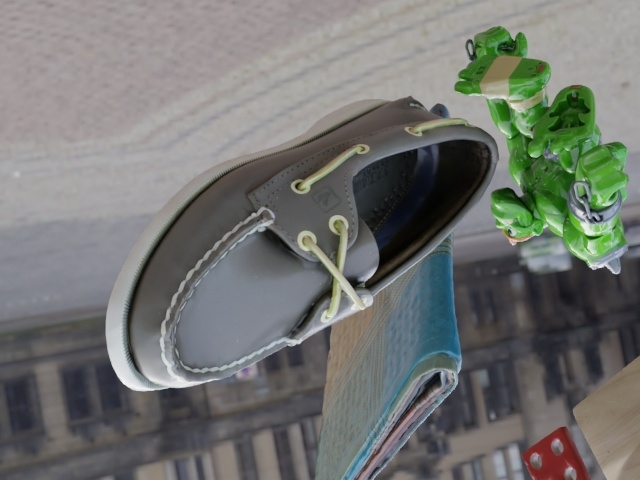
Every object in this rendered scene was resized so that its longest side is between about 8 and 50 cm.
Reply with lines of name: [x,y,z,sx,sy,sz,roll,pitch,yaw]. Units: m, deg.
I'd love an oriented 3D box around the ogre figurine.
ogre figurine: [0.156,-0.054,0.862,0.097,0.118,0.197,-37,-141,-17]

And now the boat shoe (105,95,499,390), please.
boat shoe: [-0.001,-0.004,0.775,0.091,0.109,0.305,10,-148,35]

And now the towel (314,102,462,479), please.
towel: [0.068,0.070,1.283,0.040,0.370,0.271,20,130,-12]

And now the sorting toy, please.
sorting toy: [0.249,0.142,0.884,0.046,0.132,0.274,-1,145,-39]
